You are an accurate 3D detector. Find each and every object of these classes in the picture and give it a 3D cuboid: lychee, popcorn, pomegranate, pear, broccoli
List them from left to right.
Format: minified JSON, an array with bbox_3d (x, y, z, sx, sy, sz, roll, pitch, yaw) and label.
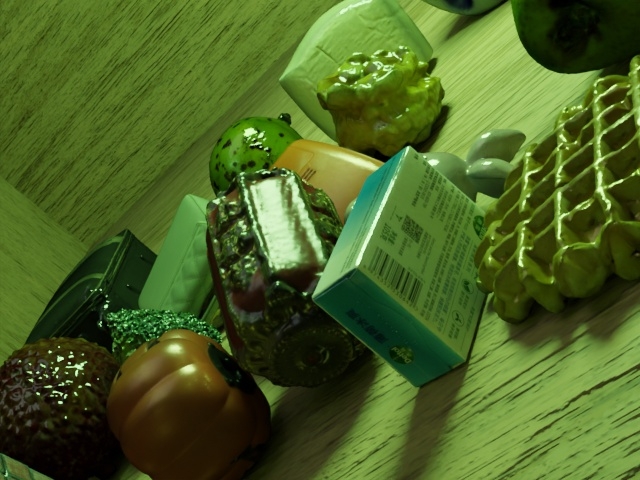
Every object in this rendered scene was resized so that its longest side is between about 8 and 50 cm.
[{"bbox_3d":[-0.409,0.273,1.609,0.260,0.260,0.260,-45,15,16],"label":"lychee"},{"bbox_3d":[-0.234,0.198,1.539,0.219,0.194,0.194,8,55,45],"label":"broccoli"},{"bbox_3d":[-0.095,-0.097,1.807,0.198,0.246,0.198,-13,2,1],"label":"pomegranate"},{"bbox_3d":[0.089,-0.210,1.524,0.197,0.156,0.197,-25,16,7],"label":"popcorn"},{"bbox_3d":[0.328,-0.284,1.059,0.255,0.164,0.238,-55,25,-3],"label":"pear"}]

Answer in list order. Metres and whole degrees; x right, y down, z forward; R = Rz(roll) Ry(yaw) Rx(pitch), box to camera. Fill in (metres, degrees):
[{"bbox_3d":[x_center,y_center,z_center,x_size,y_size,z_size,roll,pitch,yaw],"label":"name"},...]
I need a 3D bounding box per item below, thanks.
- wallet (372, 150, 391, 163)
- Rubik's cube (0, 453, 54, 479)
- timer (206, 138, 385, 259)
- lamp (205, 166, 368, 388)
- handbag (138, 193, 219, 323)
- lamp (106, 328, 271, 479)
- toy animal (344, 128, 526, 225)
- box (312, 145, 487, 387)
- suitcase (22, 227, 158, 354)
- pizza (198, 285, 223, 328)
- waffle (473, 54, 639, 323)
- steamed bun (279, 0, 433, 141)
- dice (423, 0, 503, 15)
[{"bbox_3d":[0.077,-0.122,1.613,0.095,0.026,0.176,-37,20,18],"label":"wallet"},{"bbox_3d":[-0.403,0.398,1.163,0.237,0.237,0.238,-48,35,2],"label":"Rubik's cube"},{"bbox_3d":[0.000,0.000,1.383,0.257,0.161,0.250,-51,30,-10],"label":"timer"},{"bbox_3d":[-0.042,0.039,1.161,0.177,0.177,0.274,-44,40,19],"label":"lamp"},{"bbox_3d":[-0.209,0.065,1.710,0.256,0.079,0.219,-64,34,15],"label":"handbag"},{"bbox_3d":[-0.154,0.200,1.157,0.164,0.187,0.188,-44,15,9],"label":"lamp"},{"bbox_3d":[0.126,-0.059,1.136,0.212,0.124,0.124,-44,15,31],"label":"toy animal"},{"bbox_3d":[0.090,0.021,0.989,0.073,0.139,0.194,-37,18,41],"label":"box"},{"bbox_3d":[-0.470,0.162,2.154,0.283,0.194,0.434,-44,14,15],"label":"suitcase"},{"bbox_3d":[-0.125,0.060,1.716,0.262,0.034,0.181,-44,15,20],"label":"pizza"},{"bbox_3d":[0.249,-0.059,0.891,0.329,0.062,0.329,-44,15,15],"label":"waffle"},{"bbox_3d":[0.060,-0.314,1.803,0.250,0.200,0.155,-43,15,11],"label":"steamed bun"},{"bbox_3d":[0.255,-0.556,1.739,0.251,0.259,0.243,-56,15,-25],"label":"dice"}]
